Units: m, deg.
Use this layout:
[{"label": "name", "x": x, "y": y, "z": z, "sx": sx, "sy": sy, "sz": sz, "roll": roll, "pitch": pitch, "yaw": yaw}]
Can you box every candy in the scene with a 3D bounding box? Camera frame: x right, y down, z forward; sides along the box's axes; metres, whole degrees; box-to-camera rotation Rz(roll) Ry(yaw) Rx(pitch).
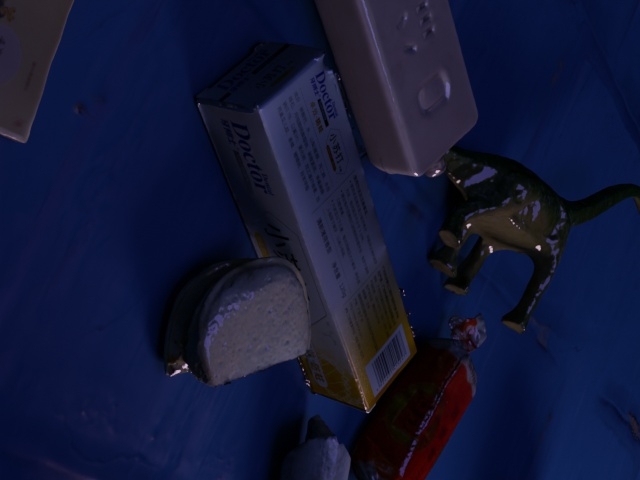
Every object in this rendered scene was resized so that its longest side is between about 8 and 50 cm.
[{"label": "candy", "x": 0.093, "y": 0.178, "z": 0.976, "sx": 0.292, "sy": 0.059, "sz": 0.086, "roll": -54, "pitch": 140, "yaw": -25}]

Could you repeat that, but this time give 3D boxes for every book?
[{"label": "book", "x": -0.178, "y": -0.118, "z": 0.556, "sx": 0.077, "sy": 0.014, "sz": 0.111, "roll": 24, "pitch": 82, "yaw": -53}]

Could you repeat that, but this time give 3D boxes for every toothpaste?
[{"label": "toothpaste", "x": 0.000, "y": 0.000, "z": 0.785, "sx": 0.089, "sy": 0.071, "sz": 0.313, "roll": -46, "pitch": 135, "yaw": -31}]

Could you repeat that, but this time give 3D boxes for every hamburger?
[{"label": "hamburger", "x": -0.056, "y": 0.052, "z": 0.732, "sx": 0.121, "sy": 0.054, "sz": 0.084, "roll": -8, "pitch": 105, "yaw": -39}]

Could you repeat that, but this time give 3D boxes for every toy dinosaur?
[{"label": "toy dinosaur", "x": 0.227, "y": -0.070, "z": 1.025, "sx": 0.301, "sy": 0.087, "sz": 0.447, "roll": -53, "pitch": 133, "yaw": -18}]

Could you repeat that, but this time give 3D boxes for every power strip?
[{"label": "power strip", "x": 0.049, "y": -0.182, "z": 0.776, "sx": 0.098, "sy": 0.058, "sz": 0.338, "roll": -43, "pitch": 129, "yaw": -29}]

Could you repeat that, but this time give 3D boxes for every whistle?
[{"label": "whistle", "x": -0.024, "y": 0.308, "z": 0.865, "sx": 0.062, "sy": 0.062, "sz": 0.312, "roll": 2, "pitch": 100, "yaw": -53}]
